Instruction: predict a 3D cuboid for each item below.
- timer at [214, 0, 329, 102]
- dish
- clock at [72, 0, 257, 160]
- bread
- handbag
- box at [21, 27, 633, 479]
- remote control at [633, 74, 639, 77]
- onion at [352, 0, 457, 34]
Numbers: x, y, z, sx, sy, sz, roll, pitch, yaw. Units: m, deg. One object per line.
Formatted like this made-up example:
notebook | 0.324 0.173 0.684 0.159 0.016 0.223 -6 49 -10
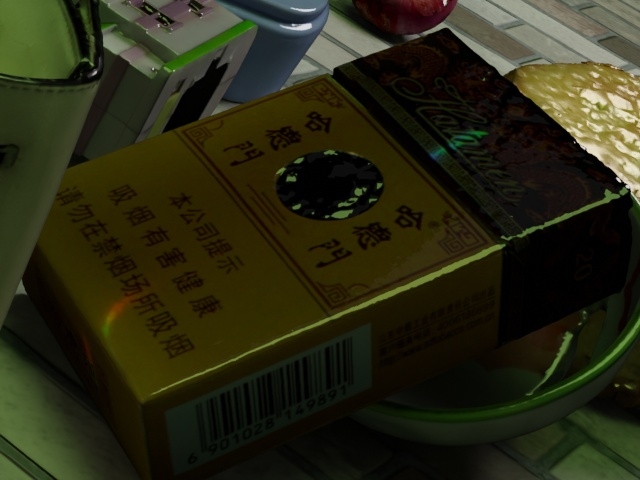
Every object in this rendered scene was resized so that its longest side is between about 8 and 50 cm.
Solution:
timer | -0.185 -0.339 1.842 0.395 0.173 0.395 22 40 -19
dish | 0.120 0.058 1.372 0.324 0.124 0.324 -5 45 5
clock | -0.251 -0.214 1.587 0.309 0.166 0.235 36 27 5
bread | 0.281 -0.010 1.605 0.398 0.215 0.398 21 29 -12
handbag | -0.258 -0.003 0.953 0.160 0.358 0.236 11 29 -29
box | 0.000 0.000 1.256 0.415 0.116 0.264 -22 44 -19
remote control | 0.454 -0.167 2.178 0.109 0.055 0.313 2 20 -23
onion | 0.118 -0.326 2.205 0.150 0.140 0.150 -3 61 6
